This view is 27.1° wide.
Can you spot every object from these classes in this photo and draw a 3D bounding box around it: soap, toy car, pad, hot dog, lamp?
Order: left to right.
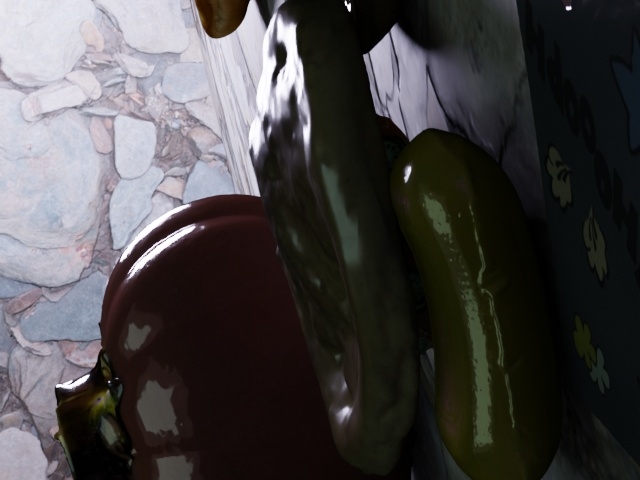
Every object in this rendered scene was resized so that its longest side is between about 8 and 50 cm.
[{"bbox_3d":[-0.096,-0.253,1.228,0.100,0.068,0.249,63,176,2],"label":"hot dog"},{"bbox_3d":[-0.066,0.121,0.956,0.305,0.240,0.305,166,90,-83],"label":"lamp"},{"bbox_3d":[0.042,-0.004,0.650,0.059,0.035,0.121,98,166,-74],"label":"toy car"},{"bbox_3d":[0.059,0.026,0.495,0.089,0.045,0.140,-149,47,-78],"label":"soap"},{"bbox_3d":[0.095,0.016,0.329,0.245,0.006,0.170,-120,17,-69],"label":"pad"}]

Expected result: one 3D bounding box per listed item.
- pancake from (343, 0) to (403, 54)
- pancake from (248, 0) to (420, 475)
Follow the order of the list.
[{"bbox_3d":[-0.002,-0.204,0.619,0.212,0.029,0.235,-113,11,-62],"label":"pancake"},{"bbox_3d":[0.000,0.000,0.635,0.242,0.050,0.241,171,90,-84],"label":"pancake"}]
